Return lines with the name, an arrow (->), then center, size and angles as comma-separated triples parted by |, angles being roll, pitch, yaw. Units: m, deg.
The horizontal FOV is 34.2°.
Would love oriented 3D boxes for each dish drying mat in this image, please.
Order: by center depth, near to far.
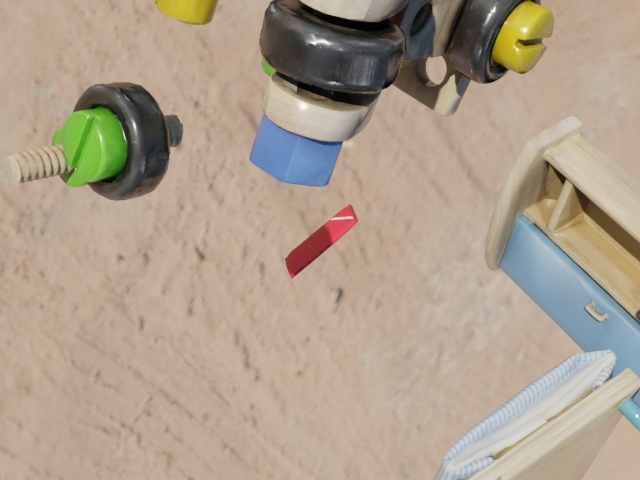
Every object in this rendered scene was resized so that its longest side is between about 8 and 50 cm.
dish drying mat -> 0.000, 0.000, 0.971 | 0.083, 0.032, 0.008 | -39, 125, 14

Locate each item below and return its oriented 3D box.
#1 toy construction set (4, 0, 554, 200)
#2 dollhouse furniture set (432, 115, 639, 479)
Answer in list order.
toy construction set -> -0.006, -0.181, 0.521 | 0.237, 0.257, 0.309 | -17, 110, -45
dollhouse furniture set -> 0.109, 0.055, 0.610 | 0.303, 0.198, 0.286 | -28, 149, -26
